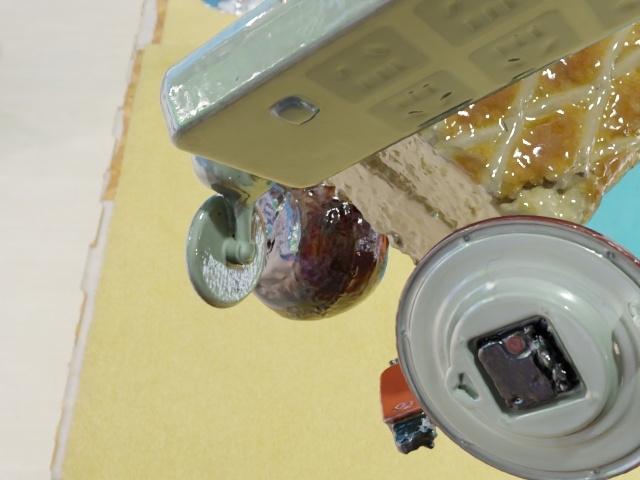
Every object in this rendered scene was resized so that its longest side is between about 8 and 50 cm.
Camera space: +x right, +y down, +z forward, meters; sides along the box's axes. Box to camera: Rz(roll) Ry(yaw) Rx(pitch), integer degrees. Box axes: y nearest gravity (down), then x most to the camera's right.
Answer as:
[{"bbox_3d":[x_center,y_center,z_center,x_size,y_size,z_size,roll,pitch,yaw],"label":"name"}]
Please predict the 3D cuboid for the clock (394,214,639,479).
[{"bbox_3d":[0.228,0.125,0.833,0.318,0.319,0.080,24,30,18],"label":"clock"}]

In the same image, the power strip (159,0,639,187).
[{"bbox_3d":[0.047,-0.097,0.349,0.118,0.270,0.046,10,60,-56],"label":"power strip"}]

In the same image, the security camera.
[{"bbox_3d":[-0.104,-0.057,1.003,0.080,0.302,0.157,7,10,31],"label":"security camera"}]

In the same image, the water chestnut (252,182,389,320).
[{"bbox_3d":[0.000,0.000,1.565,0.302,0.350,0.350,14,31,-41],"label":"water chestnut"}]

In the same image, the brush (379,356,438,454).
[{"bbox_3d":[0.122,0.227,1.134,0.070,0.051,0.323,-29,7,4],"label":"brush"}]

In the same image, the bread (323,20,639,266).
[{"bbox_3d":[0.236,-0.161,1.060,0.371,0.279,0.390,43,70,14],"label":"bread"}]
